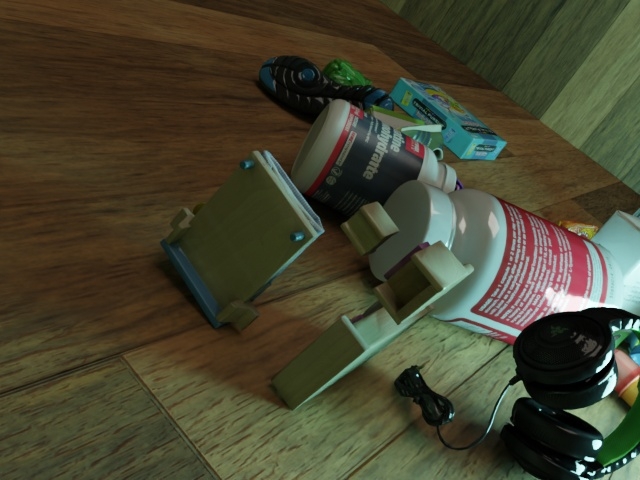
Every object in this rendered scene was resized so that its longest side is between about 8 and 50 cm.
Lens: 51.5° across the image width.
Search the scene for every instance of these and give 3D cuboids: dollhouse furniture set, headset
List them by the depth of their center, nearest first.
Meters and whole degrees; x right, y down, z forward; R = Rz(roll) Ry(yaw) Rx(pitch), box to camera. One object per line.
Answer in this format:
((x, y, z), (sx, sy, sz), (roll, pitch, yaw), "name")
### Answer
((0.000, 0.000, 0.839), (0.303, 0.286, 0.198), (53, 31, 12), "dollhouse furniture set")
((0.311, 0.210, 0.927), (0.393, 0.244, 0.185), (-2, 15, -23), "headset")

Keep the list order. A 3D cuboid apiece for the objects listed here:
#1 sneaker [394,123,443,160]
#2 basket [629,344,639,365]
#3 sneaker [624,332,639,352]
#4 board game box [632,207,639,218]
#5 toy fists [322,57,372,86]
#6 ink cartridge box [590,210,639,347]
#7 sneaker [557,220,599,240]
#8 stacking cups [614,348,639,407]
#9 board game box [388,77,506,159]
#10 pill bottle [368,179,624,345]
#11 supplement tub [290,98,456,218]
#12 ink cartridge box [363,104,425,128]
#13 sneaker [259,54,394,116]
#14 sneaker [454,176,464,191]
((0.205, -0.204, 1.447), (0.192, 0.064, 0.086), (-13, 93, -40), "sneaker")
((0.770, 0.280, 1.298), (0.254, 0.201, 0.289), (37, -9, 11), "basket")
((0.758, 0.192, 1.549), (0.319, 0.127, 0.208), (20, 46, -52), "sneaker")
((0.932, 0.063, 1.811), (0.097, 0.224, 0.303), (21, 29, -26), "board game box")
((0.071, -0.424, 1.829), (0.142, 0.096, 0.279), (25, 29, -14), "toy fists")
((0.601, 0.090, 1.353), (0.198, 0.273, 0.115), (12, 34, -36), "ink cartridge box")
((0.771, -0.034, 1.976), (0.175, 0.064, 0.067), (13, 23, -39), "sneaker")
((0.639, 0.334, 1.205), (0.096, 0.096, 0.316), (-1, 39, -48), "stacking cups")
((0.419, -0.397, 2.176), (0.336, 0.079, 0.253), (46, 30, 25), "board game box")
((0.297, 0.048, 1.142), (0.407, 0.229, 0.229), (21, 29, -23), "pill bottle")
((0.098, -0.126, 1.259), (0.272, 0.191, 0.191), (27, 28, -12), "supplement tub")
((0.166, -0.157, 1.508), (0.188, 0.097, 0.255), (6, 70, -42), "ink cartridge box")
((0.007, -0.341, 1.631), (0.340, 0.125, 0.140), (23, -12, 3), "sneaker")
((0.278, -0.084, 1.416), (0.236, 0.095, 0.104), (46, -10, -21), "sneaker")
